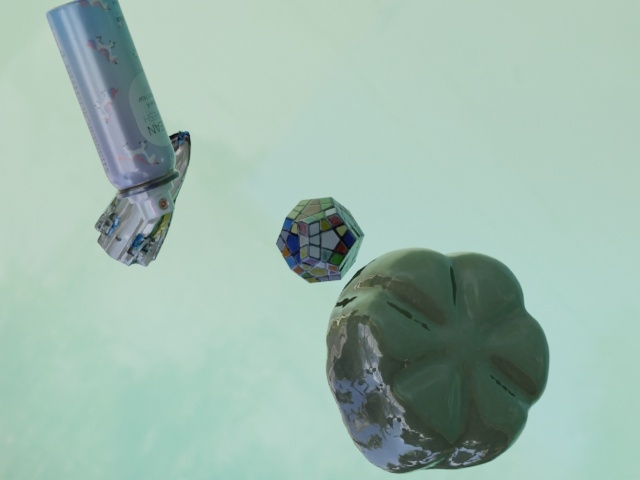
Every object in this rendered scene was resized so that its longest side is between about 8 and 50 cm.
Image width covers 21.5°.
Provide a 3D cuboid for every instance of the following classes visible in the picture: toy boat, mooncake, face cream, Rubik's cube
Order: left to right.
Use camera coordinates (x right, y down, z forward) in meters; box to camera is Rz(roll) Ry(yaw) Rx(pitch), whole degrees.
[{"bbox_3d":[-0.201,-0.132,1.683,0.075,0.075,0.229,-3,109,60],"label":"face cream"},{"bbox_3d":[-0.199,-0.052,1.971,0.084,0.066,0.210,38,125,4],"label":"toy boat"},{"bbox_3d":[0.000,0.000,2.110,0.111,0.111,0.093,40,168,-11],"label":"Rubik's cube"},{"bbox_3d":[0.133,0.130,1.903,0.275,0.275,0.135,41,149,-13],"label":"mooncake"}]
